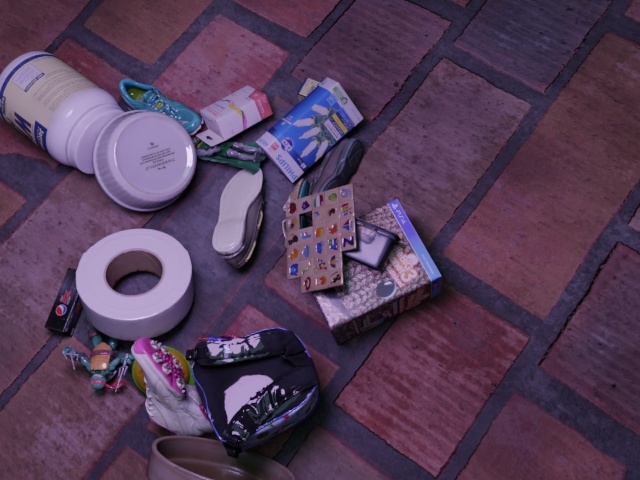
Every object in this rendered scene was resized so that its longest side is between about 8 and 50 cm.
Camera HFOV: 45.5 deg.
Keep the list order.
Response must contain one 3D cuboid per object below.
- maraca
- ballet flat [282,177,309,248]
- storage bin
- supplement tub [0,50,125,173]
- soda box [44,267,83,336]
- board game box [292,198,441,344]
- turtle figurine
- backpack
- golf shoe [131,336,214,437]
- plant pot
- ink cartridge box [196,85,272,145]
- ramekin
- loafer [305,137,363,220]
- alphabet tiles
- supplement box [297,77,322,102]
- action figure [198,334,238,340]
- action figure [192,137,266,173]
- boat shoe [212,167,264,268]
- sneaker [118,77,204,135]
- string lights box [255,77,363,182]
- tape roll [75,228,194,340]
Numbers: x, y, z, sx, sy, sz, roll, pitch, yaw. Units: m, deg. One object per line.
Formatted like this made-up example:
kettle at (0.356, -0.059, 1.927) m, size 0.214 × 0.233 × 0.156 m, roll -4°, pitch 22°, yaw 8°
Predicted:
maraca at (-0.367, 0.330, 1.862) m, size 0.186 × 0.099 × 0.127 m, roll 27°, pitch 86°, yaw -8°
ballet flat at (-0.068, -0.067, 1.997) m, size 0.067 × 0.073 × 0.206 m, roll -7°, pitch 63°, yaw 20°
storage bin at (0.105, 0.008, 1.779) m, size 0.135 × 0.098 × 0.091 m, roll 22°, pitch 83°, yaw 15°
supplement tub at (-0.704, -0.350, 2.101) m, size 0.325 × 0.235 × 0.235 m, roll 35°, pitch 76°, yaw 19°
soda box at (-0.652, 0.160, 1.987) m, size 0.060 × 0.053 × 0.168 m, roll 12°, pitch 70°, yaw 13°
board game box at (0.114, 0.078, 1.872) m, size 0.291 × 0.141 × 0.232 m, roll -26°, pitch 67°, yaw -3°
turtle figurine at (-0.544, 0.281, 1.892) m, size 0.176 × 0.118 × 0.234 m, roll 2°, pitch 52°, yaw -7°
backpack at (-0.134, 0.338, 1.757) m, size 0.264 × 0.213 × 0.276 m, roll -26°, pitch 65°, yaw -4°
golf shoe at (-0.360, 0.358, 1.762) m, size 0.140 × 0.306 × 0.115 m, roll -29°, pitch 26°, yaw 5°
plant pot at (-0.245, 0.606, 1.643) m, size 0.323 × 0.323 × 0.280 m, roll 16°, pitch 88°, yaw 13°
ink cartridge box at (-0.247, -0.342, 2.088) m, size 0.198 × 0.067 × 0.115 m, roll -33°, pitch 36°, yaw -17°
ramekin at (-0.450, -0.215, 1.998) m, size 0.273 × 0.127 × 0.272 m, roll 1°, pitch 87°, yaw -28°
loafer at (0.022, -0.161, 2.021) m, size 0.084 × 0.096 × 0.267 m, roll 14°, pitch 62°, yaw 34°
alphabet tiles at (0.000, 0.000, 1.793) m, size 0.198 × 0.009 × 0.237 m, roll -14°, pitch 70°, yaw 33°
supplement box at (-0.012, -0.393, 2.110) m, size 0.083 × 0.083 × 0.056 m, roll 23°, pitch 73°, yaw 15°
action figure at (-0.245, 0.254, 1.910) m, size 0.115 × 0.030 × 0.038 m, roll -3°, pitch 73°, yaw 1°
action figure at (-0.262, -0.248, 2.081) m, size 0.232 × 0.063 × 0.137 m, roll 9°, pitch 41°, yaw 21°
boat shoe at (-0.203, -0.064, 1.993) m, size 0.109 × 0.091 × 0.304 m, roll -6°, pitch 48°, yaw 20°
sneaker at (-0.456, -0.371, 2.146) m, size 0.275 × 0.110 × 0.107 m, roll 26°, pitch 74°, yaw 16°
string lights box at (-0.028, -0.292, 2.024) m, size 0.260 × 0.133 × 0.077 m, roll -43°, pitch 34°, yaw -3°
tape roll at (-0.461, 0.106, 1.912) m, size 0.287 × 0.100 × 0.286 m, roll 2°, pitch 52°, yaw -3°
